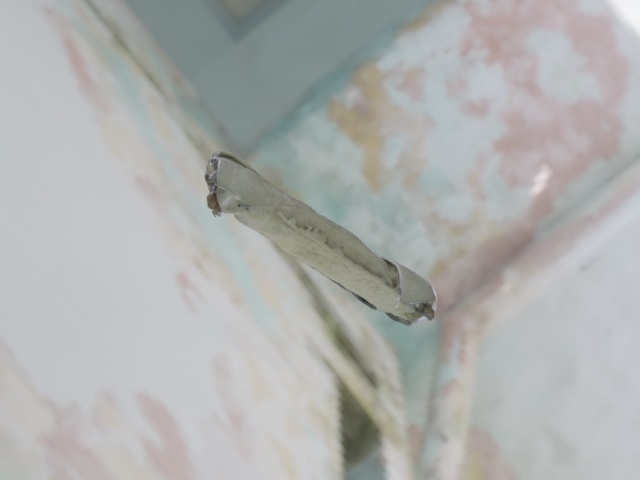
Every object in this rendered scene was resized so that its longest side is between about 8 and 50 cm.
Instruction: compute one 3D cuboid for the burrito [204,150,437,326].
[{"bbox_3d":[0.000,0.000,1.342,0.185,0.045,0.041,33,-126,-9],"label":"burrito"}]
